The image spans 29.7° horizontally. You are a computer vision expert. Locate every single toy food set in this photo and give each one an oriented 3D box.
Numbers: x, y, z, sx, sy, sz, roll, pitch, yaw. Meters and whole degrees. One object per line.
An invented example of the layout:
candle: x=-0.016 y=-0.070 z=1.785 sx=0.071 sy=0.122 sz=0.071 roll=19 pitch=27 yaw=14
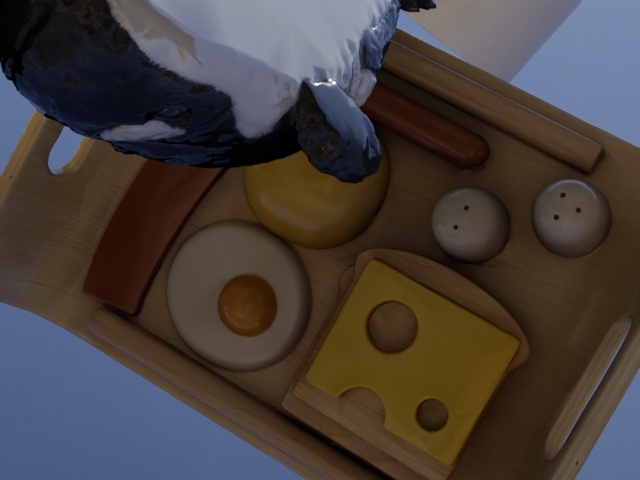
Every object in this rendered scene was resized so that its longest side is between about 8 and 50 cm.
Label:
toy food set: x=0.000 y=0.000 z=0.560 sx=0.306 sy=0.092 sz=0.220 roll=30 pitch=-87 yaw=15

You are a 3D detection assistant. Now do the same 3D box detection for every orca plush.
orca plush: x=-0.050 y=-0.082 z=0.461 sx=0.102 sy=0.287 sz=0.151 roll=-33 pitch=-74 yaw=24

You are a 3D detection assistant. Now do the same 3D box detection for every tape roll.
tape roll: x=0.096 y=-0.268 z=1.063 sx=0.286 sy=0.286 sz=0.100 roll=46 pitch=-72 yaw=17
